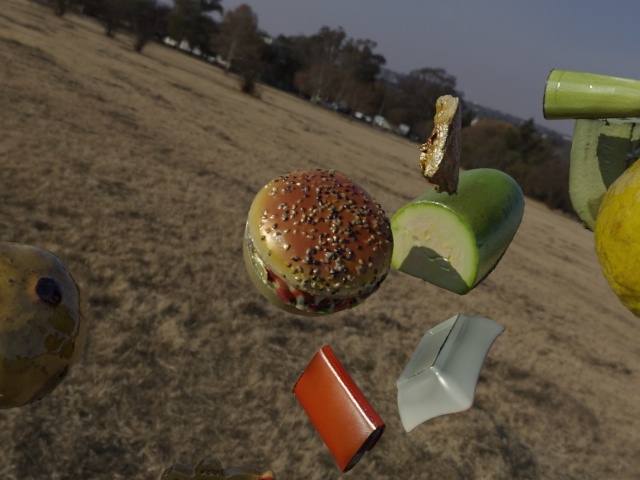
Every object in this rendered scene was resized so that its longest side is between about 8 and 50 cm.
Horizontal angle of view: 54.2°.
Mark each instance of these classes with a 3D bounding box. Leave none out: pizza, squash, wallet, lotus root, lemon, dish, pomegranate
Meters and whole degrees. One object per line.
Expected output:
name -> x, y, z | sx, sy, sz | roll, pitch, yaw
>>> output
pizza -> 0.216, -0.152, 1.128 | 0.062, 0.182, 0.161 | 6, 34, 20
squash -> 0.332, -0.049, 1.442 | 0.233, 0.210, 0.308 | 20, 31, 34
squash -> 0.502, -0.245, 1.084 | 0.224, 0.095, 0.094 | 16, 7, 38
wallet -> 0.032, 0.326, 1.218 | 0.045, 0.142, 0.204 | 5, 35, -43
lotus root -> 0.666, -0.126, 1.290 | 0.266, 0.261, 0.149 | 13, 26, 34
lemon -> 0.514, -0.012, 0.822 | 0.268, 0.269, 0.322 | 18, -27, -12
dish -> 0.202, 0.202, 1.030 | 0.077, 0.151, 0.212 | 48, 43, -4
pomegranate -> -0.524, 0.140, 1.026 | 0.281, 0.282, 0.281 | 20, 12, -4

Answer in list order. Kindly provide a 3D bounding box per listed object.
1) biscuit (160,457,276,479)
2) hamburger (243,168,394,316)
biscuit -> -0.188, 0.477, 1.170 | 0.225, 0.166, 0.036 | 9, 24, -9
hamburger -> 0.000, 0.000, 1.167 | 0.299, 0.176, 0.301 | 11, 56, -17
